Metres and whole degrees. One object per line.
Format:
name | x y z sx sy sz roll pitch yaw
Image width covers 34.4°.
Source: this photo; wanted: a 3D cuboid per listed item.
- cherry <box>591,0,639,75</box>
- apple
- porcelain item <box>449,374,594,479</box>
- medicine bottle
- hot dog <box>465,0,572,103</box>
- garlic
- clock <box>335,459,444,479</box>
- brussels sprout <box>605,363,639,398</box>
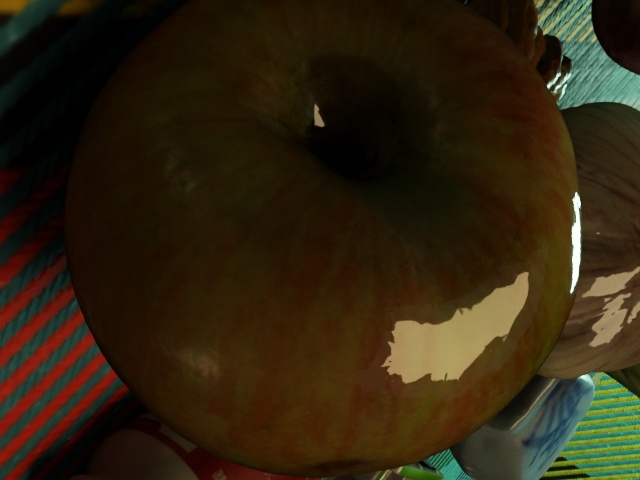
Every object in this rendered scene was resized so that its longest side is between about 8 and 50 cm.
cherry | 0.382 -0.248 1.005 0.266 0.213 0.183 -37 120 -17
apple | 0.000 0.000 0.548 0.264 0.264 0.264 -43 155 -26
porcelain item | 0.278 0.237 1.519 0.242 0.178 0.405 -50 154 -8
medicine bottle | -0.083 0.173 0.779 0.250 0.131 0.131 -29 146 -46
hot dog | 0.087 -0.063 0.796 0.272 0.122 0.196 -50 164 -16
garlic | 0.293 -0.002 1.135 0.241 0.321 0.322 -24 172 29
clock | -0.030 0.315 1.037 0.309 0.166 0.235 -52 157 -2
brussels sprout | 0.447 0.055 1.391 0.281 0.354 0.289 -31 156 18
